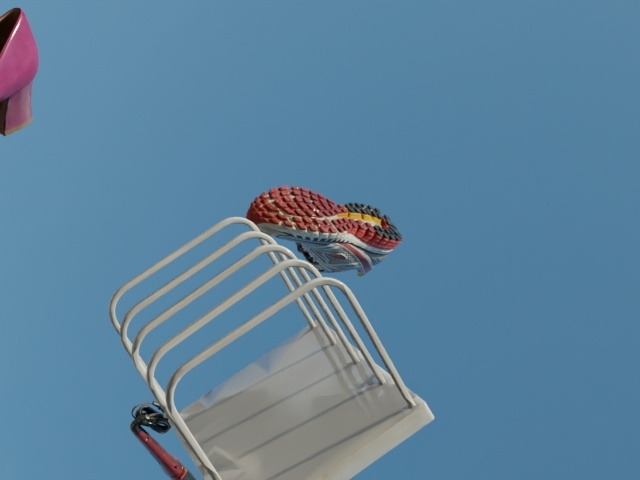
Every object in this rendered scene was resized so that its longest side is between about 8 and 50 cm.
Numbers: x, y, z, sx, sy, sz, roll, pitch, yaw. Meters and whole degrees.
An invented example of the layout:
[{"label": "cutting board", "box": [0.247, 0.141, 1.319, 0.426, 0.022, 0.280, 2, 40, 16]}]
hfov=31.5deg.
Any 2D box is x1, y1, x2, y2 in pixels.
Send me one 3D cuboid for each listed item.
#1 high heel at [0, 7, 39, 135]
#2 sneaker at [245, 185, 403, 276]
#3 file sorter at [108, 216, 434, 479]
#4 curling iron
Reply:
[{"label": "high heel", "box": [-0.541, -0.200, 1.592, 0.127, 0.377, 0.181, 17, -58, 17]}, {"label": "sneaker", "box": [0.000, 0.000, 1.419, 0.093, 0.225, 0.088, -54, -138, 25]}, {"label": "file sorter", "box": [-0.065, 0.110, 1.051, 0.193, 0.173, 0.277, -34, -159, -11]}, {"label": "curling iron", "box": [-0.214, 0.343, 1.743, 0.068, 0.274, 0.035, -26, -143, -2]}]
